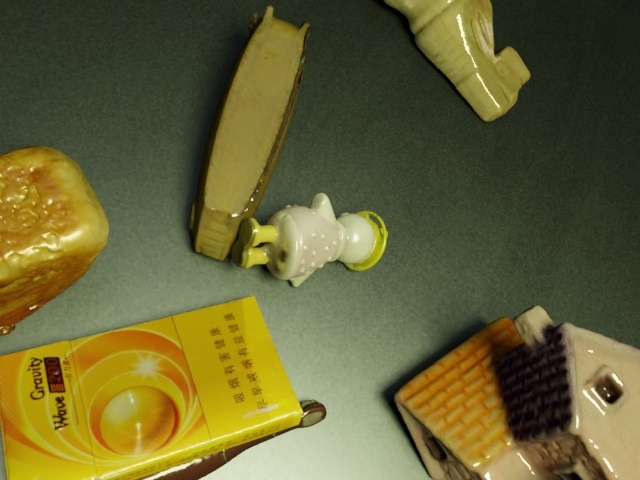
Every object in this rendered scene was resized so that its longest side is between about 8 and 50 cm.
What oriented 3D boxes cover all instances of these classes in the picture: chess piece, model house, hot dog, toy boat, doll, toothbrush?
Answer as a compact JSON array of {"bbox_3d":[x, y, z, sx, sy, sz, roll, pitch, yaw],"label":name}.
[{"bbox_3d":[0.206,-0.326,0.940,0.137,0.137,0.301,-38,95,-28],"label":"chess piece"},{"bbox_3d":[0.216,0.204,0.633,0.202,0.237,0.237,-28,73,-20],"label":"model house"},{"bbox_3d":[-0.336,0.014,0.577,0.256,0.153,0.150,-22,79,-23],"label":"hot dog"},{"bbox_3d":[-0.088,-0.131,0.744,0.089,0.121,0.321,18,76,-10],"label":"toy boat"},{"bbox_3d":[0.000,0.000,0.720,0.207,0.129,0.081,-4,38,-35],"label":"doll"},{"bbox_3d":[-0.155,0.228,0.603,0.363,0.041,0.041,-16,73,-23],"label":"toothbrush"}]

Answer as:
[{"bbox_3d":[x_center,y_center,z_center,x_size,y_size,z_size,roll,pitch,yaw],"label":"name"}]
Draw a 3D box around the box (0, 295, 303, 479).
[{"bbox_3d":[-0.168,0.153,0.612,0.269,0.043,0.152,-12,53,-22],"label":"box"}]
